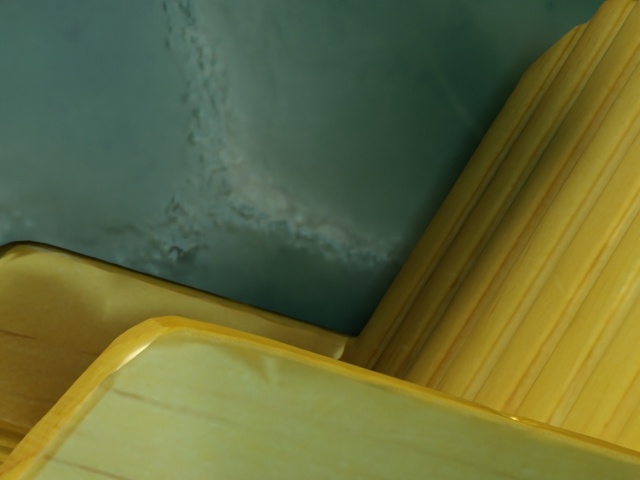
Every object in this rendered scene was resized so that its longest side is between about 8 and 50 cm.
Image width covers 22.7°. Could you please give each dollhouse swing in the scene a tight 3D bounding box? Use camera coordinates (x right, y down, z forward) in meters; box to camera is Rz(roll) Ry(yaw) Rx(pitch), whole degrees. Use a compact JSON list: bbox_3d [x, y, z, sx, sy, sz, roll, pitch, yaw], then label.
[{"bbox_3d":[0.000,0.000,0.611,0.315,0.347,0.305,18,90,-17],"label":"dollhouse swing"}]
